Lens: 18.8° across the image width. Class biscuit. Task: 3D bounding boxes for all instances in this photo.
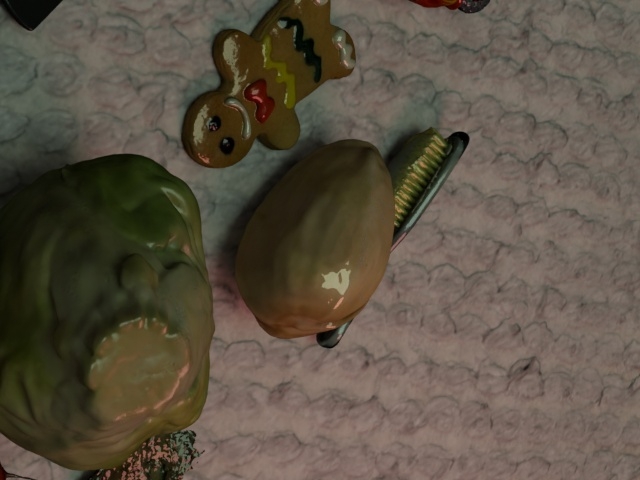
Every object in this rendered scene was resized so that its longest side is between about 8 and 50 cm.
[{"bbox_3d":[-0.053,-0.167,2.033,0.240,0.035,0.158,-50,128,-21],"label":"biscuit"}]

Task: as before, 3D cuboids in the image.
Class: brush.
[{"bbox_3d":[-0.234,-0.283,1.844,0.193,0.016,0.063,-49,130,-21],"label":"brush"},{"bbox_3d":[0.066,-0.015,2.176,0.060,0.068,0.297,37,78,-22],"label":"brush"}]

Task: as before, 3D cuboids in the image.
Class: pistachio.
[{"bbox_3d":[0.000,0.000,2.064,0.157,0.157,0.229,49,56,-39],"label":"pistachio"}]

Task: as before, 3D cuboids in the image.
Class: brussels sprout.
[{"bbox_3d":[-0.205,0.077,1.800,0.242,0.317,0.274,12,127,-23],"label":"brussels sprout"}]

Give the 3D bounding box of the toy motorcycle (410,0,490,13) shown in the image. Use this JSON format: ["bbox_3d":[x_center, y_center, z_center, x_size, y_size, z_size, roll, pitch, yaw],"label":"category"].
[{"bbox_3d":[0.120,-0.364,2.097,0.171,0.089,0.298,-37,124,-28],"label":"toy motorcycle"}]

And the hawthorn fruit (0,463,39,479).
[{"bbox_3d":[-0.322,0.224,1.868,0.103,0.067,0.067,0,103,-27],"label":"hawthorn fruit"}]

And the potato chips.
[{"bbox_3d":[-0.195,0.305,2.042,0.202,0.029,0.220,0,104,-40],"label":"potato chips"}]
